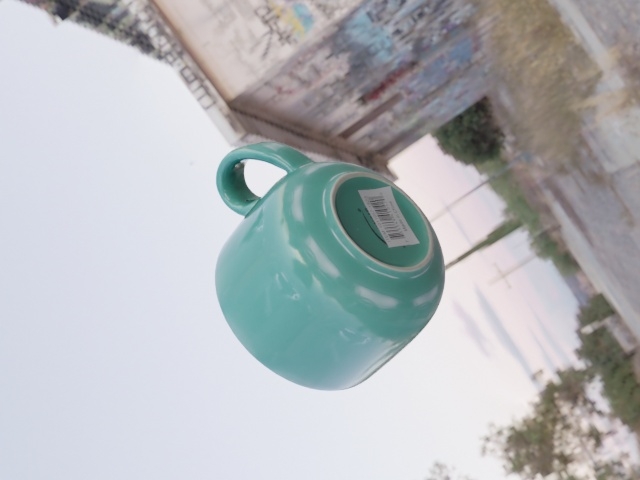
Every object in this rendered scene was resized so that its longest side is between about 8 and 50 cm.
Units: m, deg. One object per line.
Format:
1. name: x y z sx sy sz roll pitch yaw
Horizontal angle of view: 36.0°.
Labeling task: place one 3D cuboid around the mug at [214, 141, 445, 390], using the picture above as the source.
1. mug: 0.002 0.008 0.611 0.158 0.097 0.129 31 -138 -13
